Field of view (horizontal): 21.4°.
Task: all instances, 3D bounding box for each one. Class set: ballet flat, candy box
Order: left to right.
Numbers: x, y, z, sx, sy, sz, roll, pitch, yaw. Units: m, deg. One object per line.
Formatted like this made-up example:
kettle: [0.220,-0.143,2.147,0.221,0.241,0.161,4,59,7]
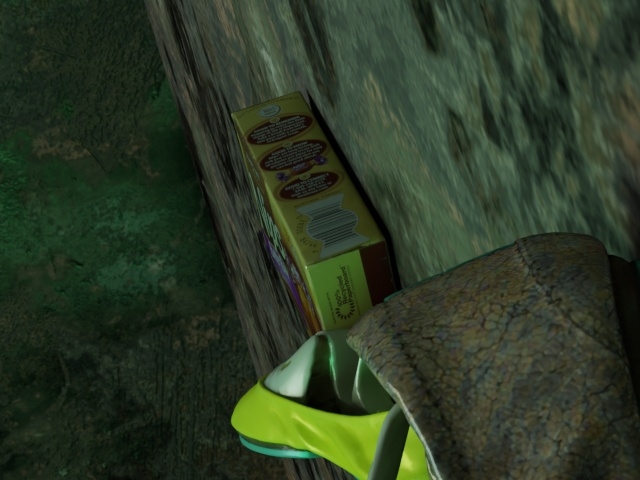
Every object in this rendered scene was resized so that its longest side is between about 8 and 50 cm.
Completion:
candy box: [0.000,0.000,1.035,0.186,0.053,0.109,-119,12,-53]
ballet flat: [0.020,0.088,0.903,0.231,0.077,0.077,13,107,62]
ballet flat: [0.060,0.156,0.454,0.107,0.106,0.316,72,-169,-73]
